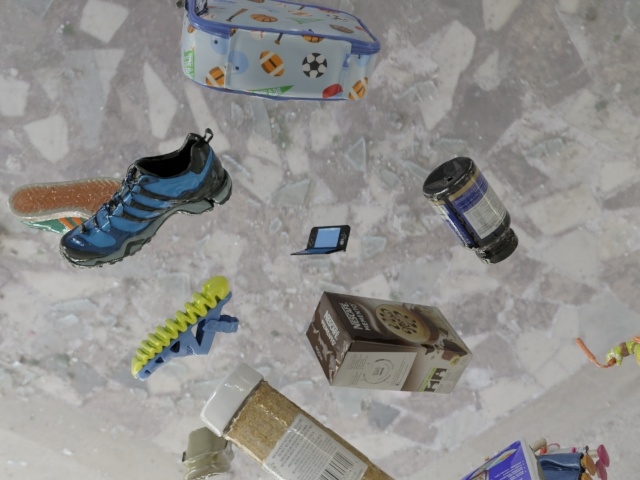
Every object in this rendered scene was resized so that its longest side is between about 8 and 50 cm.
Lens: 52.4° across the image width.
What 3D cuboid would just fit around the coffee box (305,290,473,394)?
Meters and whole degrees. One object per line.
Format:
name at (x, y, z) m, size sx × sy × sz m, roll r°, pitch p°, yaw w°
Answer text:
coffee box at (0.140, 0.214, 1.351) m, size 0.297 × 0.168 × 0.119 m, roll 10°, pitch 117°, yaw -27°

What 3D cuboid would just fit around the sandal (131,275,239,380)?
sandal at (-0.319, 0.236, 1.586) m, size 0.317 × 0.126 × 0.138 m, roll -40°, pitch 112°, yaw -7°

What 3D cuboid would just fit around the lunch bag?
lunch bag at (-0.072, -0.308, 1.001) m, size 0.303 × 0.243 × 0.115 m, roll 6°, pitch 123°, yaw -14°

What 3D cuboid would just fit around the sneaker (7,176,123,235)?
sneaker at (-0.523, -0.070, 1.454) m, size 0.301 × 0.108 × 0.121 m, roll 1°, pitch 159°, yaw -4°

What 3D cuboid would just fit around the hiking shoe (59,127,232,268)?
hiking shoe at (-0.299, -0.073, 1.063) m, size 0.304 × 0.113 × 0.132 m, roll -32°, pitch 137°, yaw -13°

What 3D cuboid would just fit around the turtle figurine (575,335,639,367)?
turtle figurine at (0.566, 0.196, 1.041) m, size 0.217 × 0.269 × 0.087 m, roll 19°, pitch 86°, yaw -23°

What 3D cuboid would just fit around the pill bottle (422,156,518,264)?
pill bottle at (0.318, -0.057, 1.356) m, size 0.122 × 0.123 × 0.219 m, roll -32°, pitch 114°, yaw 19°

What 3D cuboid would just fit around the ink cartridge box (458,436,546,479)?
ink cartridge box at (0.164, 0.320, 0.732) m, size 0.206 × 0.208 × 0.045 m, roll -39°, pitch 79°, yaw 10°

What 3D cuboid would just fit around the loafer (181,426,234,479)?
loafer at (-0.233, 0.426, 1.317) m, size 0.101 × 0.268 × 0.092 m, roll -16°, pitch 81°, yaw -7°

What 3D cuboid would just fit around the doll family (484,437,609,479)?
doll family at (0.311, 0.366, 0.950) m, size 0.163 × 0.263 × 0.118 m, roll -19°, pitch 112°, yaw 38°

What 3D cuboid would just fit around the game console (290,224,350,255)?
game console at (0.000, 0.000, 1.609) m, size 0.122 × 0.107 × 0.071 m, roll -2°, pitch 155°, yaw 36°

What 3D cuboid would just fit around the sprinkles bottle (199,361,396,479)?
sprinkles bottle at (-0.026, 0.350, 1.060) m, size 0.355 × 0.121 × 0.121 m, roll 36°, pitch 121°, yaw 9°
